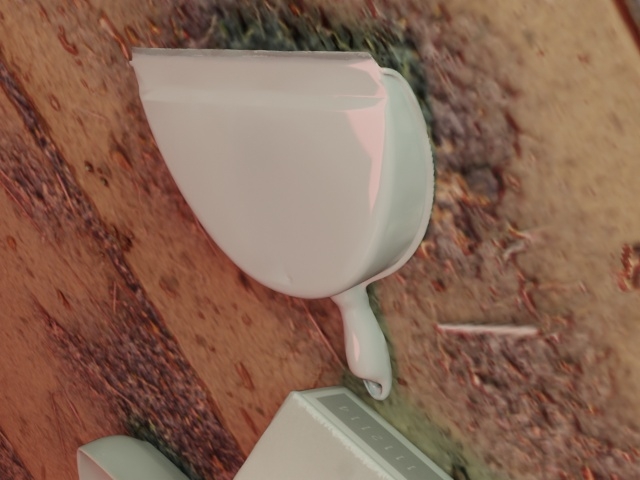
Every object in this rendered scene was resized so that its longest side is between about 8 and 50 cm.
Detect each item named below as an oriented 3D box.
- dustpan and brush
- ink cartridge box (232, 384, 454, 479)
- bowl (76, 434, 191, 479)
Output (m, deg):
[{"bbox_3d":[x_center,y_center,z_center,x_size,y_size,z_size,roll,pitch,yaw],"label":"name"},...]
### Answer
[{"bbox_3d":[0.000,0.000,0.585,0.147,0.060,0.211,8,120,35],"label":"dustpan and brush"},{"bbox_3d":[0.037,0.267,0.637,0.296,0.066,0.261,39,107,25],"label":"ink cartridge box"},{"bbox_3d":[-0.128,0.222,0.960,0.142,0.053,0.142,35,144,27],"label":"bowl"}]
